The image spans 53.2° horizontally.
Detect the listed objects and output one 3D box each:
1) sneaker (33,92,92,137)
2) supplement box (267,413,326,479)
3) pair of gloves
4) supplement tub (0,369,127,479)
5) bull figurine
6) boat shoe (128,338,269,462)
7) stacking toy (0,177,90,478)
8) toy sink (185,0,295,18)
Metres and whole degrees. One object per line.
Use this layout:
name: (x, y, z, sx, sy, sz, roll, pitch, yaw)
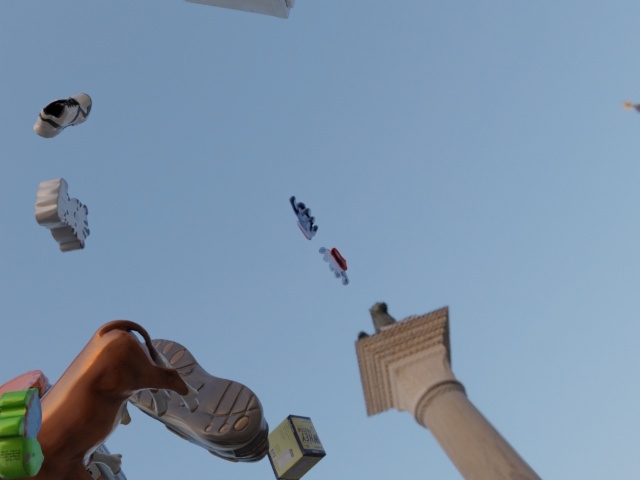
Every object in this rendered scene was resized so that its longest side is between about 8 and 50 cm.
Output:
sneaker: (-0.364, -0.187, 0.920, 0.040, 0.109, 0.043, 34, -49, -4)
supplement box: (-0.049, 0.376, 1.161, 0.056, 0.083, 0.083, 23, -63, -44)
pair of gloves: (0.000, 0.000, 1.244, 0.023, 0.159, 0.198, -33, -97, -9)
supplement tub: (-0.544, 0.430, 1.281, 0.194, 0.193, 0.316, -29, -74, -8)
bull figurine: (-0.314, 0.248, 0.838, 0.310, 0.101, 0.188, -48, -59, 1)
boat shoe: (-0.225, 0.283, 1.090, 0.132, 0.355, 0.130, -40, -50, -29)
stacking toy: (-0.253, 0.061, 0.428, 0.167, 0.221, 0.052, -10, -34, 4)
toy sink: (-0.092, -0.429, 0.945, 0.234, 0.131, 0.152, 10, -92, 4)
